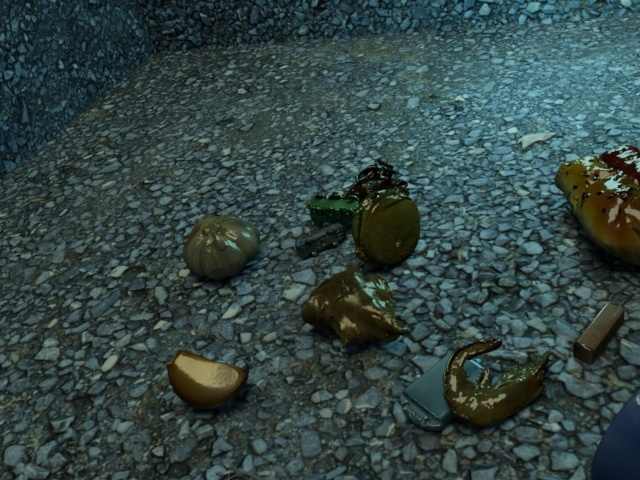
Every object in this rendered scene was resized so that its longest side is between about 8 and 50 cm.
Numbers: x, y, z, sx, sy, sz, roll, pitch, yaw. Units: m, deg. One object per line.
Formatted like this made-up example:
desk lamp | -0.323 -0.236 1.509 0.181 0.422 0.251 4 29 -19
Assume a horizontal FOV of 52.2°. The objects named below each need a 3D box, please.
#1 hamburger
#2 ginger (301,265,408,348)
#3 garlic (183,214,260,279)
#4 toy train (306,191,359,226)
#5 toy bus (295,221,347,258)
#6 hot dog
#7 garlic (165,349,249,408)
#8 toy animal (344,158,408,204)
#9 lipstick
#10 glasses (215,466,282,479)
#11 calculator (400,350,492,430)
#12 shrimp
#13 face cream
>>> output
hamburger | 0.164 -0.037 1.751 0.215 0.189 0.122 -39 33 -26
ginger | 0.103 0.169 1.557 0.270 0.123 0.219 25 55 29
garlic | -0.288 0.012 1.874 0.227 0.152 0.228 -14 32 9
toy train | 0.048 -0.083 1.916 0.178 0.105 0.071 5 53 25
toy bus | 0.000 0.000 1.872 0.153 0.051 0.061 -24 25 -11
hot dog | 0.799 -0.091 1.593 0.367 0.196 0.366 -10 40 12
garlic | -0.243 0.317 1.494 0.206 0.128 0.115 2 -4 17
toy animal | 0.168 -0.151 1.990 0.179 0.116 0.218 -41 33 8
lipstick | 0.597 0.197 1.399 0.045 0.045 0.145 21 50 42
glasses | -0.151 0.459 1.274 0.139 0.104 0.063 -1 40 24
calculator | 0.265 0.312 1.373 0.210 0.039 0.121 -33 42 -24
shrimp | 0.356 0.272 1.335 0.253 0.058 0.173 -34 71 -21
face cream | 0.594 0.360 1.018 0.249 0.249 0.225 -31 42 -20
